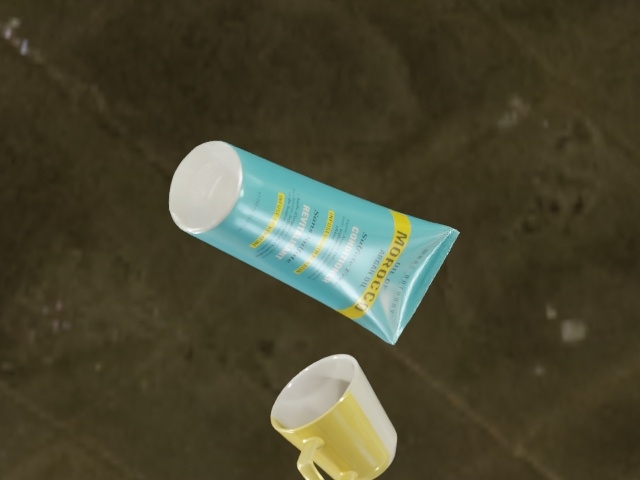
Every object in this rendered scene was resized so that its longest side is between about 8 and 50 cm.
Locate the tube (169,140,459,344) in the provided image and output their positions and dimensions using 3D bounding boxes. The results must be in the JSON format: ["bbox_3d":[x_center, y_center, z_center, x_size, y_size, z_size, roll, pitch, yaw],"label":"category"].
[{"bbox_3d":[0.000,0.000,1.135,0.207,0.052,0.080,24,103,-48],"label":"tube"}]

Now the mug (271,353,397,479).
[{"bbox_3d":[0.009,0.117,1.180,0.064,0.078,0.062,52,156,-25],"label":"mug"}]
